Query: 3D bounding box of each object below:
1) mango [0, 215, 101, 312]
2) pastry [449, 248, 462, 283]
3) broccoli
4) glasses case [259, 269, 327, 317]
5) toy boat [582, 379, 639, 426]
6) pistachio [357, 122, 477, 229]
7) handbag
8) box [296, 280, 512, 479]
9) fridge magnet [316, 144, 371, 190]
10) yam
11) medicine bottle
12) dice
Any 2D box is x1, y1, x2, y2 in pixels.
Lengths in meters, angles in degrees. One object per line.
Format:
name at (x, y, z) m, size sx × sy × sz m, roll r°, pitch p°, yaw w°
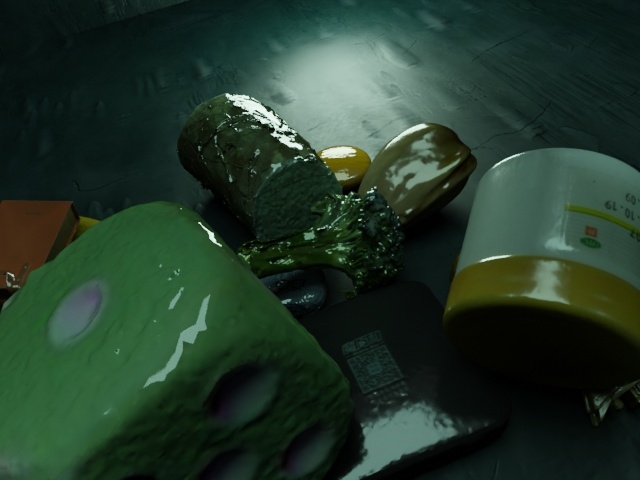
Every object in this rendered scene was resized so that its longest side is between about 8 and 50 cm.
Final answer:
mango at (-0.441, 0.070, 0.999) m, size 0.365 × 0.182 × 0.253 m, roll 10°, pitch 47°, yaw 24°
pastry at (0.284, 0.062, 0.902) m, size 0.153 × 0.081 × 0.153 m, roll -8°, pitch 50°, yaw 10°
broccoli at (0.004, -0.015, 0.933) m, size 0.275 × 0.177 × 0.198 m, roll 6°, pitch 54°, yaw -8°
glasses case at (-0.128, 0.093, 0.981) m, size 0.282 × 0.067 × 0.109 m, roll -4°, pitch 42°, yaw 5°
toy boat at (0.440, 0.182, 0.748) m, size 0.206 × 0.064 × 0.072 m, roll -30°, pitch 63°, yaw -13°
pistachio at (0.166, -0.118, 1.080) m, size 0.260 × 0.163 × 0.213 m, roll -34°, pitch 24°, yaw -4°
handbag at (-0.487, 0.017, 0.906) m, size 0.127 × 0.063 × 0.190 m, roll 2°, pitch 50°, yaw 2°
box at (0.081, 0.203, 0.805) m, size 0.290 × 0.073 × 0.289 m, roll -21°, pitch 43°, yaw -9°
fridge magnet at (0.041, -0.158, 1.216) m, size 0.143 × 0.063 × 0.143 m, roll -6°, pitch 44°, yaw 6°
yam at (-0.127, -0.140, 1.121) m, size 0.241 × 0.241 × 0.348 m, roll -31°, pitch 48°, yaw -19°
medicine bottle at (0.299, 0.039, 0.718) m, size 0.238 × 0.238 × 0.232 m, roll 9°, pitch 60°, yaw 23°
dice at (-0.176, 0.172, 0.670) m, size 0.318 × 0.330 × 0.322 m, roll -43°, pitch 44°, yaw -8°
